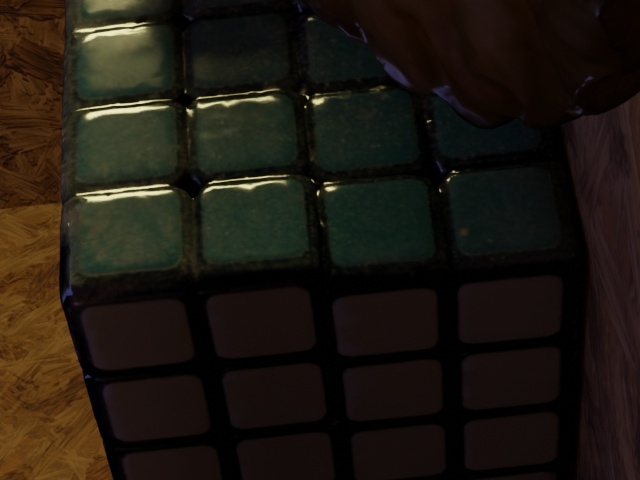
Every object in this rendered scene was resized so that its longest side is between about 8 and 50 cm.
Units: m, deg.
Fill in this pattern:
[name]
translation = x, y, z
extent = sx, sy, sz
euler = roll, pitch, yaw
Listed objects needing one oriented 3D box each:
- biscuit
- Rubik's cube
[biscuit]
translation = 0.030, -0.184, 0.781
extent = 0.326, 0.107, 0.326
euler = 42, 164, 15
[Rubik's cube]
translation = 0.000, 0.000, 1.397
extent = 0.343, 0.337, 0.344
euler = 83, 180, -51
